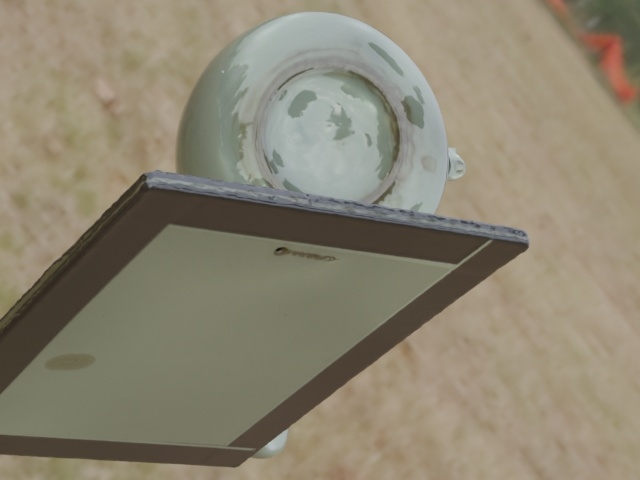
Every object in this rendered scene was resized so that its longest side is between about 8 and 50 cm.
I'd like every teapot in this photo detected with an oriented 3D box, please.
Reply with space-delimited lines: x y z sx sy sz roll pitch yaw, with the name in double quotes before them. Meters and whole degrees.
"teapot" -0.034 -0.016 1.363 0.220 0.318 0.149 36 -12 -8

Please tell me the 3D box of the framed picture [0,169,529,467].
"framed picture" -0.074 0.063 1.107 0.265 0.347 0.016 8 58 -33
